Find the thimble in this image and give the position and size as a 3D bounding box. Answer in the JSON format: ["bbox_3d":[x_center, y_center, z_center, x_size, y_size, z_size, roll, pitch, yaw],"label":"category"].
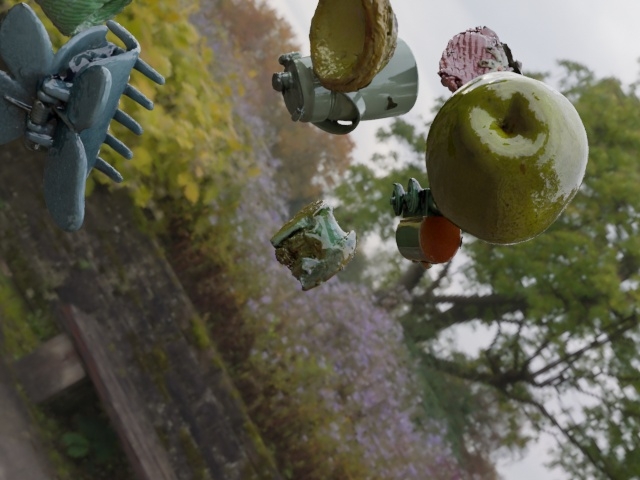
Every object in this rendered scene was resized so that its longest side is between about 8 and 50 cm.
[{"bbox_3d":[-0.510,-0.550,1.990,0.150,0.219,0.219,53,-2,-8],"label":"thimble"}]

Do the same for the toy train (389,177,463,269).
[{"bbox_3d":[0.207,-0.032,1.805,0.285,0.116,0.177,179,-89,-83],"label":"toy train"}]

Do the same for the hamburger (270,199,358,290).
[{"bbox_3d":[0.000,0.000,2.360,0.168,0.192,0.288,56,23,-9],"label":"hamburger"}]

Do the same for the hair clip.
[{"bbox_3d":[-0.471,-0.257,1.760,0.392,0.318,0.238,38,27,19],"label":"hair clip"}]

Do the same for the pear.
[{"bbox_3d":[0.307,-0.137,1.534,0.294,0.294,0.294,60,-3,6],"label":"pear"}]

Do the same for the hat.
[{"bbox_3d":[0.400,-0.442,2.260,0.236,0.107,0.286,23,44,-13],"label":"hat"}]

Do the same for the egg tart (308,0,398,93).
[{"bbox_3d":[0.086,-0.464,2.077,0.294,0.123,0.294,-4,-94,58],"label":"egg tart"}]

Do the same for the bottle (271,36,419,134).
[{"bbox_3d":[0.057,-0.385,2.310,0.229,0.351,0.229,40,-44,52],"label":"bottle"}]
